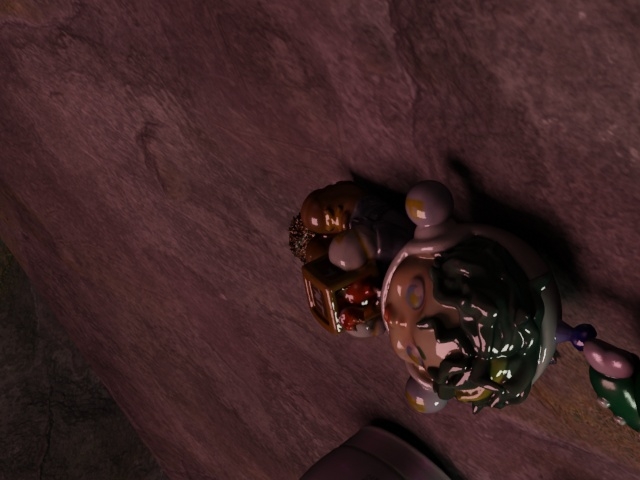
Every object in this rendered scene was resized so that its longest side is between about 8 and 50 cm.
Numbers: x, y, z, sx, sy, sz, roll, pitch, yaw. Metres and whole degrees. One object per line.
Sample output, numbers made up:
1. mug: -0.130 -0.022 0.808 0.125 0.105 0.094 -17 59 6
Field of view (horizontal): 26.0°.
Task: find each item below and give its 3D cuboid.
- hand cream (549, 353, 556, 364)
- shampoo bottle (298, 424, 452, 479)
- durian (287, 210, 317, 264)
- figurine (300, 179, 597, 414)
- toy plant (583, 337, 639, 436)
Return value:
1. hand cream: 0.183 0.108 1.639 0.224 0.048 0.083 2 132 55
2. shampoo bottle: 0.080 0.454 2.185 0.273 0.266 0.273 35 157 17
3. durian: 0.000 0.000 1.717 0.091 0.080 0.080 41 160 -2
4. figurine: 0.106 0.048 1.464 0.382 0.186 0.261 30 146 48
5. toy plant: 0.367 0.171 1.301 0.243 0.113 0.232 42 162 -14
